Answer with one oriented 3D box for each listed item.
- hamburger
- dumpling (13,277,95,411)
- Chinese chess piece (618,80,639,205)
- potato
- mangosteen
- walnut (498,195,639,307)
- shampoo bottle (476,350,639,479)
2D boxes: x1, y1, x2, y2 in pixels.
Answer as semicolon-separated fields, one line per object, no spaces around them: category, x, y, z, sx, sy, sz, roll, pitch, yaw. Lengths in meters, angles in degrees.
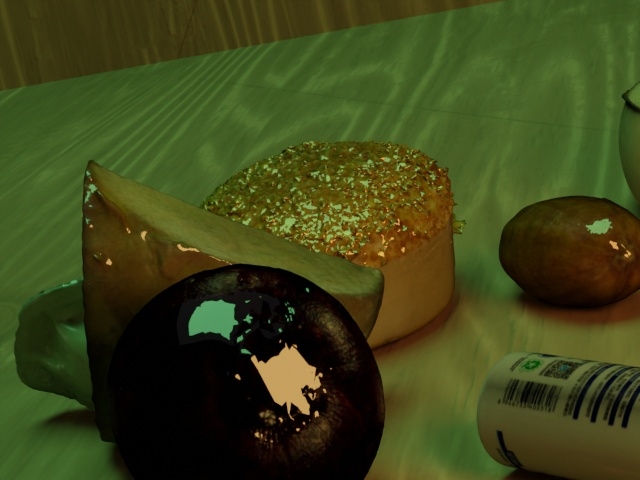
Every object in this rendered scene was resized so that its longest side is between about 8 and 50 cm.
hamburger;0.000;0.000;1.772;0.276;0.179;0.294;-6;17;20
dumpling;-0.181;0.103;1.649;0.219;0.108;0.152;-21;-24;14
Chinese chess piece;0.483;-0.119;1.902;0.338;0.141;0.338;-12;14;3
potato;-0.067;0.064;1.511;0.255;0.269;0.112;-4;33;-5
mangosteen;-0.061;0.129;1.381;0.211;0.211;0.250;-16;-10;-14
walnut;0.238;0.010;1.707;0.115;0.116;0.207;-20;10;-26
shampoo bottle;0.250;0.138;1.265;0.092;0.092;0.303;-25;21;-39
